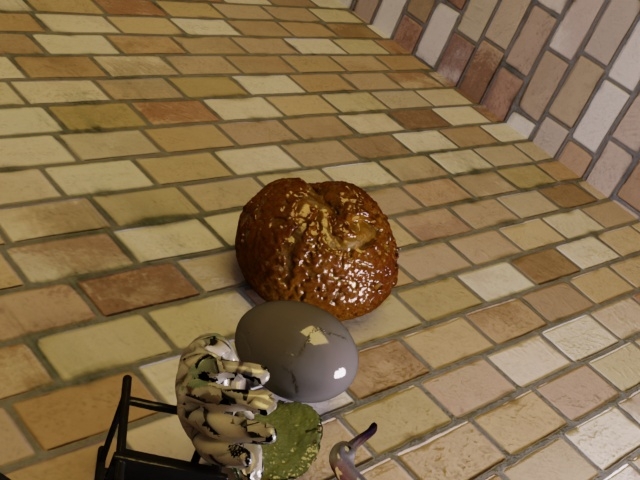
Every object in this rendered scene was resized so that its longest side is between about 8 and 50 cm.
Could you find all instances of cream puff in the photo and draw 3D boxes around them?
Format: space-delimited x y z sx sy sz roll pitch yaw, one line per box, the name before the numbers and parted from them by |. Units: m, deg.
cream puff | 0.000 0.000 1.659 0.303 0.212 0.303 14 35 -10

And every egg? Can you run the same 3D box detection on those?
egg | -0.037 0.165 1.430 0.199 0.146 0.146 18 27 17

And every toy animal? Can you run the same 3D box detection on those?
toy animal | 0.055 0.384 1.205 0.195 0.090 0.324 5 45 -39

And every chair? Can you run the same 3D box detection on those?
chair | -0.195 0.299 1.100 0.141 0.154 0.260 14 30 -16

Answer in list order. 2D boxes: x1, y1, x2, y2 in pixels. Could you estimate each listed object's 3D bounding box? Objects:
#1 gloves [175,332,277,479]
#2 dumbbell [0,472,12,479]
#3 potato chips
gloves | -0.113 0.191 1.083 0.111 0.127 0.212 8 20 -9
dumbbell | -0.477 0.248 0.927 0.323 0.203 0.204 30 30 8
potato chips | -0.086 0.260 1.287 0.167 0.059 0.228 37 20 32
